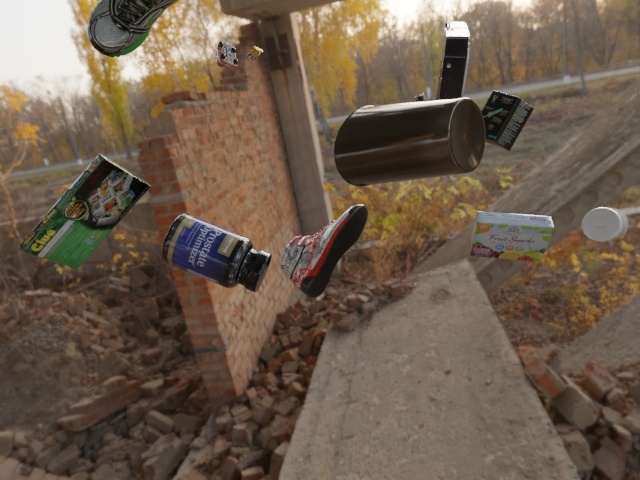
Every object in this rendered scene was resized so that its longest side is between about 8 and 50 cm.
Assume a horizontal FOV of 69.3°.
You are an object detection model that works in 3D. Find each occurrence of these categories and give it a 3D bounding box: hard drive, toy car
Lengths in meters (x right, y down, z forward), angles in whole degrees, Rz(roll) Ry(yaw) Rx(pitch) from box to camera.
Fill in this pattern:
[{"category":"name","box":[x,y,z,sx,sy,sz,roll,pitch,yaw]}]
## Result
[{"category":"hard drive","box":[0.352,-0.399,1.270,0.064,0.338,0.237,5,33,11]},{"category":"toy car","box":[-0.163,-0.362,0.936,0.040,0.060,0.122,-34,-14,39]}]

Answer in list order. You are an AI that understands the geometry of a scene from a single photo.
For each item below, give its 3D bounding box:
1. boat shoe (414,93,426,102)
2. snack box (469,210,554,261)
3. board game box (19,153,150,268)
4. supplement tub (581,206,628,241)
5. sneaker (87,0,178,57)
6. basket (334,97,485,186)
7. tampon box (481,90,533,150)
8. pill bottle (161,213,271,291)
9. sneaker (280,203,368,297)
[{"category":"boat shoe","box":[0.379,-0.473,1.692,0.038,0.125,0.046,-18,-4,14]},{"category":"snack box","box":[0.382,-0.007,0.939,0.141,0.100,0.037,4,45,11]},{"category":"board game box","box":[-0.509,-0.057,1.014,0.259,0.136,0.030,-47,60,2]},{"category":"supplement tub","box":[0.585,-0.033,0.952,0.071,0.071,0.107,4,5,41]},{"category":"sneaker","box":[-0.457,-0.612,1.170,0.343,0.134,0.146,-53,26,-8]},{"category":"basket","box":[0.172,-0.185,0.867,0.227,0.154,0.204,6,35,47]},{"category":"tampon box","box":[0.629,-0.417,1.612,0.101,0.161,0.120,16,18,-36]},{"category":"pill bottle","box":[-0.227,0.033,1.035,0.219,0.122,0.123,21,21,2]},{"category":"sneaker","box":[-0.001,0.000,1.193,0.145,0.270,0.090,35,5,39]}]
